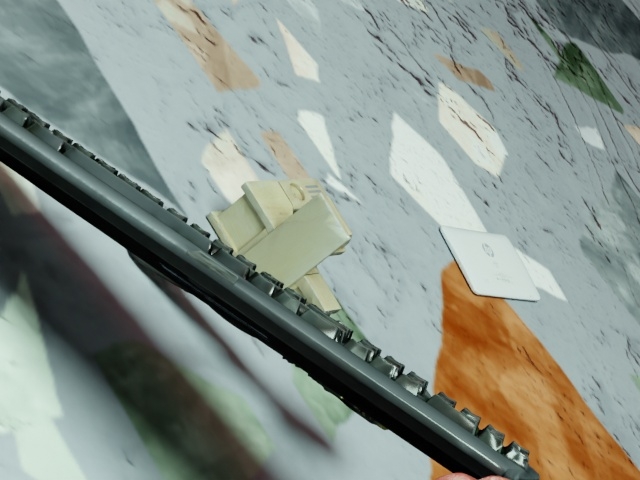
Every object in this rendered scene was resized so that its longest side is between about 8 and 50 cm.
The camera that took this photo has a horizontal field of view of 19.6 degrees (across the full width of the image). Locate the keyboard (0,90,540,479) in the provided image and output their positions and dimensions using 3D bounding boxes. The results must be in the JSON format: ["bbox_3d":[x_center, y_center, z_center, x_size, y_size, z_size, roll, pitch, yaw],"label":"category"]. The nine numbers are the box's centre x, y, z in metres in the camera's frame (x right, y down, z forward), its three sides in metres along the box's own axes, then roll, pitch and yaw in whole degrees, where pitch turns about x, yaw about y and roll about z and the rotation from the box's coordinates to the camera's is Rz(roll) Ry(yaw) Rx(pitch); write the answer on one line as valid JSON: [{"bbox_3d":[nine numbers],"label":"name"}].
[{"bbox_3d":[-0.037,0.022,0.846,0.317,0.033,0.201,35,-6,7],"label":"keyboard"}]

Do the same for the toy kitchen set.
[{"bbox_3d":[0.000,0.000,1.007,0.075,0.068,0.083,-7,62,-59],"label":"toy kitchen set"}]

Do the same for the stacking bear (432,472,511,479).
[{"bbox_3d":[0.073,0.193,0.795,0.289,0.175,0.164,20,66,-60],"label":"stacking bear"}]

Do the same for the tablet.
[{"bbox_3d":[0.113,0.015,1.229,0.083,0.006,0.054,8,49,-53],"label":"tablet"}]
